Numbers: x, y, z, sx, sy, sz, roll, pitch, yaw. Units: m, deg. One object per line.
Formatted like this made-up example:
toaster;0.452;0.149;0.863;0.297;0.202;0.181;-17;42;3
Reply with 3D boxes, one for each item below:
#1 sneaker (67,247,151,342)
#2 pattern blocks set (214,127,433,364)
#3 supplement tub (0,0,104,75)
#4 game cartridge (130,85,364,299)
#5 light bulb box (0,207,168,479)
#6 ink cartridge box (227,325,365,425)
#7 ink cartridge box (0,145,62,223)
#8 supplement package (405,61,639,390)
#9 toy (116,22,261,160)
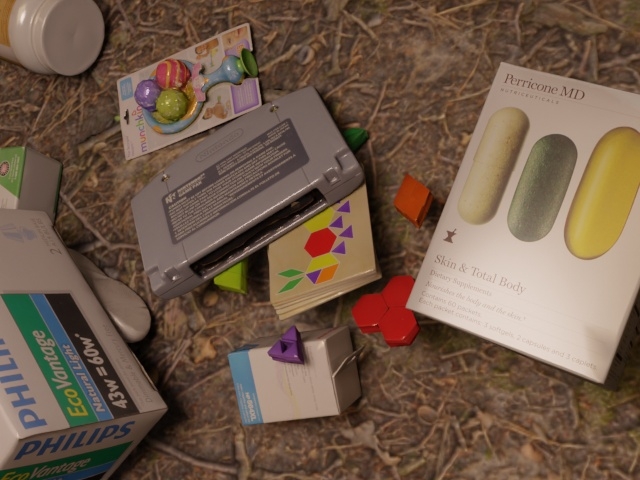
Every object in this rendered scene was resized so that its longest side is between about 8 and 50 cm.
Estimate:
sneaker;-0.322;0.097;1.115;0.212;0.080;0.094;34;106;31
pattern blocks set;0.000;0.000;0.955;0.285;0.026;0.325;-12;51;23
supplement tub;-0.446;-0.337;1.214;0.199;0.144;0.144;23;88;25
game cartridge;-0.103;-0.071;1.018;0.297;0.062;0.198;-31;42;8
light bulb box;-0.447;0.200;1.012;0.361;0.225;0.358;-48;65;22
ink cartridge box;-0.020;0.158;0.943;0.143;0.092;0.090;-10;92;21
ink cartridge box;-0.514;-0.054;1.210;0.212;0.093;0.154;-1;77;21
supplement package;0.247;-0.007;0.818;0.199;0.198;0.263;20;87;26
toy;-0.203;-0.219;1.134;0.237;0.056;0.137;-16;71;19
